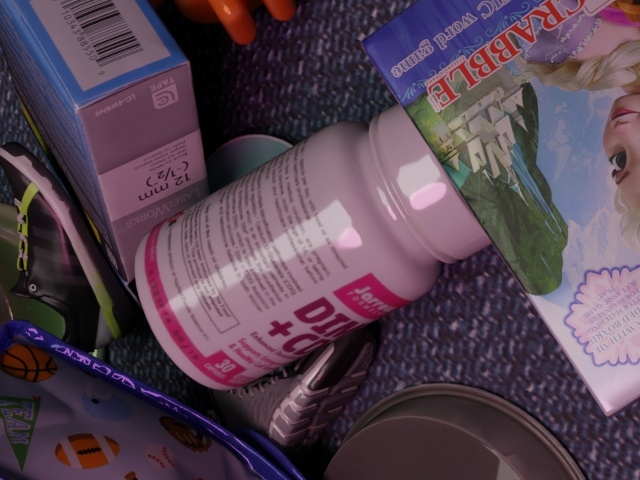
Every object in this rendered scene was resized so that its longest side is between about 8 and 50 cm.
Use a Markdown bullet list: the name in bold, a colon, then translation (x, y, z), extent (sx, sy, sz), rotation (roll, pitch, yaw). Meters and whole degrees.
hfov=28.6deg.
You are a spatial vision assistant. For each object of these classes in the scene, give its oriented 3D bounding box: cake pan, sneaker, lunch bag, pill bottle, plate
- **cake pan**: translation (0.107, 0.271, 1.082), extent (0.293, 0.054, 0.293), rotation (5, 99, 37)
- **sneaker**: translation (-0.048, 0.132, 1.168), extent (0.132, 0.086, 0.229), rotation (46, 121, 27)
- **lunch bag**: translation (-0.186, 0.306, 1.109), extent (0.385, 0.239, 0.328), rotation (27, 119, -1)
- **pill bottle**: translation (0.000, 0.000, 1.045), extent (0.283, 0.160, 0.160), rotation (-29, 77, 23)
- **sneaker**: translation (-0.272, 0.017, 1.248), extent (0.235, 0.097, 0.084), rotation (61, 169, -10)
- **plate**: translation (-0.053, -0.007, 1.192), extent (0.188, 0.024, 0.188), rotation (5, 98, 38)

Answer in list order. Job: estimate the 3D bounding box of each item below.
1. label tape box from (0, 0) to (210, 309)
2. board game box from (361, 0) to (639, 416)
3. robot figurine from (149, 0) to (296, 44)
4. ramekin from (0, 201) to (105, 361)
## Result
- **label tape box**: translation (-0.208, -0.123, 1.201), extent (0.249, 0.115, 0.348), rotation (55, 165, 27)
- **board game box**: translation (0.241, -0.098, 0.853), extent (0.318, 0.066, 0.318), rotation (-36, 75, 13)
- **robot figurine**: translation (-0.100, -0.286, 1.135), extent (0.158, 0.128, 0.219), rotation (-44, 70, 39)
- **ramekin**: translation (-0.388, 0.110, 1.299), extent (0.148, 0.303, 0.303), rotation (0, 95, 45)
